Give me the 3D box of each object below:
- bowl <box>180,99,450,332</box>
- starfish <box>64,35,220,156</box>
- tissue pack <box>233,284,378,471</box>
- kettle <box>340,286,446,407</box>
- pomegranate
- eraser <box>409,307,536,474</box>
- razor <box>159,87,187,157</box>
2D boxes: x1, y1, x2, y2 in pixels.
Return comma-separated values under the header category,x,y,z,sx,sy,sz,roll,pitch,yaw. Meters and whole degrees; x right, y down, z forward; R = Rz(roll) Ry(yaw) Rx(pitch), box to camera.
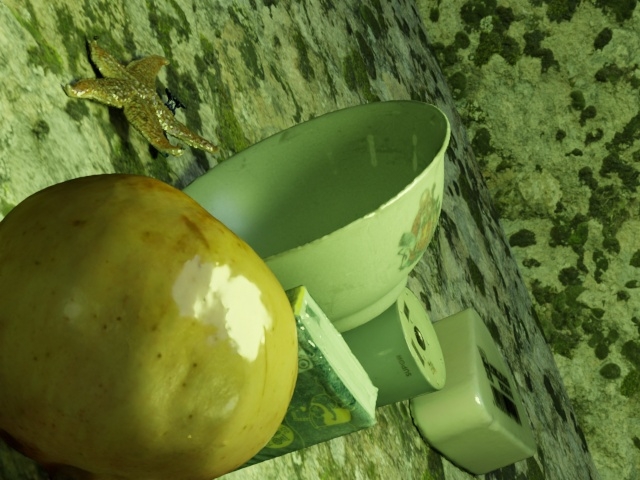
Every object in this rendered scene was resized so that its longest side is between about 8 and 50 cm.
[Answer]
category,x,y,z,sx,sy,sz,roll,pitch,yaw
bowl,0.000,0.000,1.570,0.435,0.434,0.196,-73,142,-61
starfish,-0.243,-0.194,1.672,0.231,0.048,0.295,45,21,-2
tissue pack,-0.088,0.173,1.375,0.185,0.257,0.081,56,25,-29
kettle,0.029,0.159,1.719,0.211,0.243,0.160,62,18,-18
pomegranate,-0.191,0.111,1.142,0.338,0.338,0.338,52,24,-35
eraser,0.289,0.318,2.348,0.331,0.150,0.331,50,27,-36
razor,-0.227,-0.165,1.741,0.044,0.028,0.154,43,28,-29
